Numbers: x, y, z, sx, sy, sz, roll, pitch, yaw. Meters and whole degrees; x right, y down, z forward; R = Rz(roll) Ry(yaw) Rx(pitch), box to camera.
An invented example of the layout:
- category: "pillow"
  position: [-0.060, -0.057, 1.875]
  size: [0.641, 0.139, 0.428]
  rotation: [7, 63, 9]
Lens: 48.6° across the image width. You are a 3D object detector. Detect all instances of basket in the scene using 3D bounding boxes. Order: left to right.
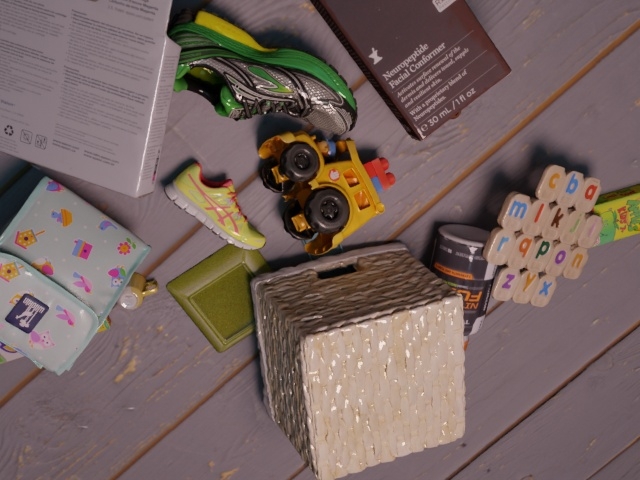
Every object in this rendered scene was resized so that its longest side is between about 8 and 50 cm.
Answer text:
- category: "basket"
  position: [0.072, 0.221, 1.322]
  size: [0.328, 0.266, 0.331]
  rotation: [-13, 115, -18]

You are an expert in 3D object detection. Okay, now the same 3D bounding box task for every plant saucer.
- category: "plant saucer"
  position: [-0.169, 0.115, 1.373]
  size: [0.188, 0.045, 0.188]
  rotation: [-33, 113, 1]
- category: "plant saucer"
  position: [0.000, 0.000, 1.381]
  size: [0.067, 0.018, 0.192]
  rotation: [-24, 114, -3]

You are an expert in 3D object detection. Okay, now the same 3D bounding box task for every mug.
- category: "mug"
  position: [-0.348, 0.093, 1.316]
  size: [0.078, 0.064, 0.062]
  rotation: [-44, 112, 6]

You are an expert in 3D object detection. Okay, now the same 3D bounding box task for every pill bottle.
- category: "pill bottle"
  position: [0.274, 0.101, 1.415]
  size: [0.130, 0.130, 0.246]
  rotation: [4, 109, -13]

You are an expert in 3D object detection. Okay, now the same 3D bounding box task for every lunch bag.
- category: "lunch bag"
  position: [-0.451, 0.062, 1.184]
  size: [0.223, 0.160, 0.262]
  rotation: [39, 64, -20]

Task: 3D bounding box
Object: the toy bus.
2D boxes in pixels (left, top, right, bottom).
- category: "toy bus"
  position: [0.022, -0.114, 1.278]
  size: [0.211, 0.149, 0.220]
  rotation: [-29, 95, -21]

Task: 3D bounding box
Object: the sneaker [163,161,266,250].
- category: "sneaker"
  position: [-0.174, -0.061, 1.284]
  size: [0.208, 0.081, 0.094]
  rotation: [37, 94, -17]

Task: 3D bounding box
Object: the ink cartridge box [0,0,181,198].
- category: "ink cartridge box"
  position: [-0.384, -0.269, 1.102]
  size: [0.324, 0.071, 0.330]
  rotation: [20, 107, 10]

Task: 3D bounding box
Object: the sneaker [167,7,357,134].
- category: "sneaker"
  position: [-0.101, -0.246, 1.182]
  size: [0.343, 0.134, 0.146]
  rotation: [18, 64, -12]

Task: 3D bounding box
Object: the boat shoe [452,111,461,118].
- category: "boat shoe"
  position: [0.248, -0.309, 1.294]
  size: [0.064, 0.060, 0.178]
  rotation: [-2, 110, -11]

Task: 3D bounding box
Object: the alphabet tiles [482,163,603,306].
- category: "alphabet tiles"
  position: [0.436, -0.005, 1.374]
  size: [0.284, 0.021, 0.278]
  rotation: [10, 107, -34]

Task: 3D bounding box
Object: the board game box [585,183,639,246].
- category: "board game box"
  position: [0.627, -0.055, 1.479]
  size: [0.181, 0.043, 0.092]
  rotation: [-16, 112, -6]

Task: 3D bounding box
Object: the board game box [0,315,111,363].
- category: "board game box"
  position: [-0.537, 0.146, 1.315]
  size: [0.259, 0.039, 0.124]
  rotation: [-17, 112, -2]

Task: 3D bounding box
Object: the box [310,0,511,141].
- category: "box"
  position: [0.123, -0.373, 1.169]
  size: [0.191, 0.143, 0.381]
  rotation: [-38, 101, 6]
